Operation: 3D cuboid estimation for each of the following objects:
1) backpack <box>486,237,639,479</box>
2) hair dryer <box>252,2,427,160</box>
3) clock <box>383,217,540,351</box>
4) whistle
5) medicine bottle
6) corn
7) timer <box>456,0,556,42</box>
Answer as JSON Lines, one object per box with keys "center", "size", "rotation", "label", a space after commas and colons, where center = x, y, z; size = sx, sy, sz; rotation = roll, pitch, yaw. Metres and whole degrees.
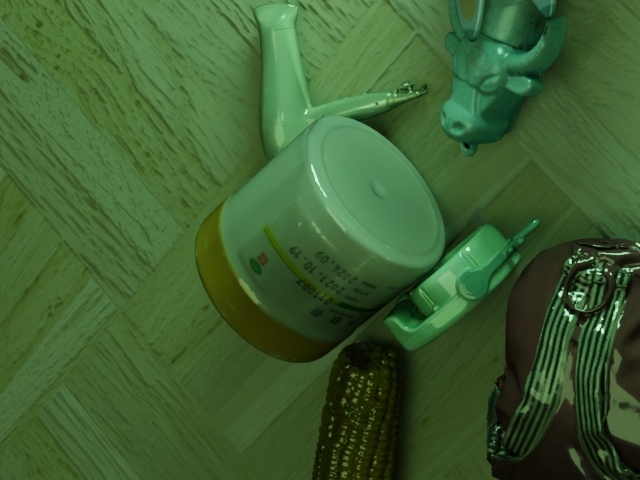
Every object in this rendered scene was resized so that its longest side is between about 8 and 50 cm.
{"center": [0.327, 0.154, 1.606], "size": [0.283, 0.197, 0.317], "rotation": [11, 107, 36], "label": "backpack"}
{"center": [0.026, -0.208, 1.778], "size": [0.237, 0.075, 0.206], "rotation": [0, 98, 24], "label": "hair dryer"}
{"center": [0.180, 0.041, 1.691], "size": [0.066, 0.159, 0.211], "rotation": [48, 118, 1], "label": "clock"}
{"center": [0.215, -0.225, 1.632], "size": [0.186, 0.093, 0.274], "rotation": [41, 122, 46], "label": "whistle"}
{"center": [0.000, 0.000, 1.738], "size": [0.232, 0.238, 0.238], "rotation": [-40, 82, 33], "label": "medicine bottle"}
{"center": [0.049, 0.311, 1.875], "size": [0.120, 0.120, 0.363], "rotation": [17, 109, 27], "label": "corn"}
{"center": [0.176, -0.375, 1.537], "size": [0.175, 0.175, 0.255], "rotation": [-2, 72, 32], "label": "timer"}
